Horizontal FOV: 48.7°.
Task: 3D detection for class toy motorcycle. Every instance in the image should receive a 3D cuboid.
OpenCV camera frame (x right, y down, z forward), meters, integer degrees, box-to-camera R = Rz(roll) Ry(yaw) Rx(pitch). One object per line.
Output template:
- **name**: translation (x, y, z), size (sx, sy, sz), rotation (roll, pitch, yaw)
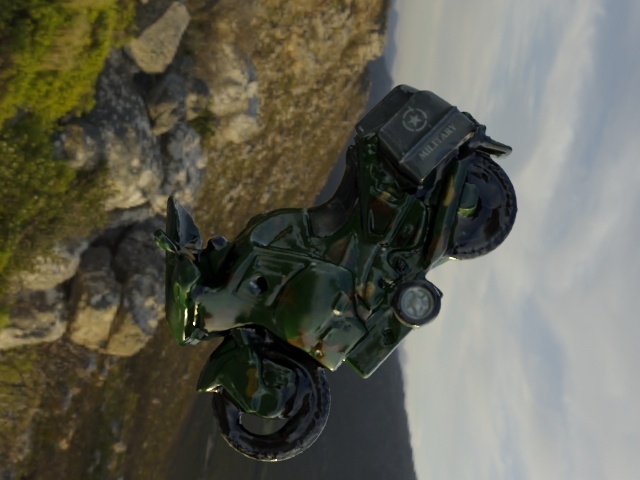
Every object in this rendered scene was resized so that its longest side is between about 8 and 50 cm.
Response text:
- **toy motorcycle**: translation (0.000, 0.000, 0.486), size (0.275, 0.187, 0.125), rotation (-44, 170, -5)
